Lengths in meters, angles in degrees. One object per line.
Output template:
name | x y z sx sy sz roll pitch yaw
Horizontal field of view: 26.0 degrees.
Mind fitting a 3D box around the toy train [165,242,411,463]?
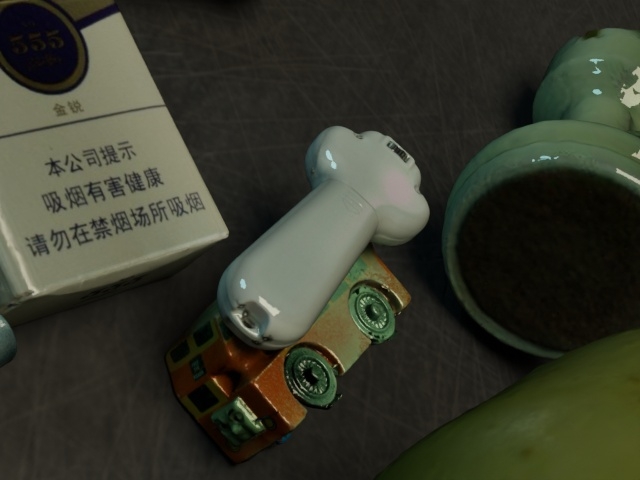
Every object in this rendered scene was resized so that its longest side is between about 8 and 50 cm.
toy train | -0.018 0.059 0.907 0.099 0.072 0.188 46 43 -1

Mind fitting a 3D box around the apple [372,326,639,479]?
apple | 0.182 0.272 0.706 0.474 0.473 0.473 21 54 -32

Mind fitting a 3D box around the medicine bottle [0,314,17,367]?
medicine bottle | -0.234 0.102 0.697 0.090 0.054 0.208 50 42 -6

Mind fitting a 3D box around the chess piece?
chess piece | 0.218 -0.059 1.120 0.194 0.194 0.299 45 35 -13

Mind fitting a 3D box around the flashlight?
flashlight | 0.000 0.000 0.878 0.093 0.047 0.200 42 46 -2

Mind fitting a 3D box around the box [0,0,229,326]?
box | -0.180 -0.087 0.843 0.168 0.071 0.259 -20 82 -46
